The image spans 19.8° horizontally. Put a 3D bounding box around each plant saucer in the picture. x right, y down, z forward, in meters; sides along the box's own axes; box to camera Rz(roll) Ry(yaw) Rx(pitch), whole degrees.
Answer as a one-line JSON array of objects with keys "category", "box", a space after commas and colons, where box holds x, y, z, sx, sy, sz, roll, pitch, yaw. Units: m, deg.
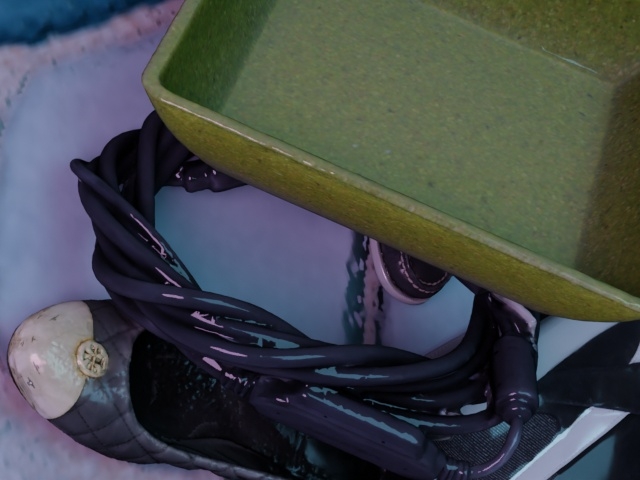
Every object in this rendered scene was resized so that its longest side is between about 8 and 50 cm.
[{"category": "plant saucer", "box": [0.043, -0.055, 0.670, 0.188, 0.045, 0.188, 24, 42, -2]}]

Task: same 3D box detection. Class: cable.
[{"category": "cable", "box": [0.000, 0.000, 0.655, 0.184, 0.047, 0.150, 24, 49, -8]}]

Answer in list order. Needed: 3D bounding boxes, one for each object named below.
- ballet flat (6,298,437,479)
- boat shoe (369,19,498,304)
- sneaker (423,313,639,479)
[{"category": "ballet flat", "box": [-0.032, 0.058, 0.653, 0.173, 0.049, 0.057, 22, 69, -32]}, {"category": "boat shoe", "box": [0.054, -0.034, 0.741, 0.046, 0.038, 0.125, 31, 65, -29]}, {"category": "sneaker", "box": [0.130, 0.070, 0.763, 0.217, 0.079, 0.121, -27, 102, -29]}]
